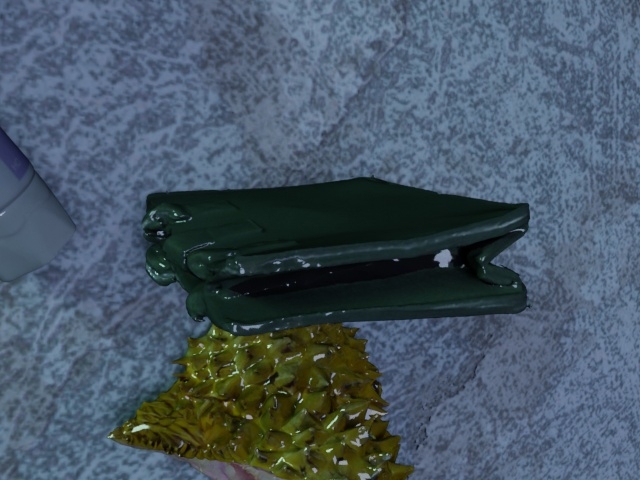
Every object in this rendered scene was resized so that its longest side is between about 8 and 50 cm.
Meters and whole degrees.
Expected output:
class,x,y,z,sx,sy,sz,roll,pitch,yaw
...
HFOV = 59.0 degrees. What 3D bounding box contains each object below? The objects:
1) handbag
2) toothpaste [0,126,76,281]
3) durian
class,x,y,z,sx,sy,sz,roll,pitch,yaw
handbag,0.001,0.002,0.461,0.260,0.248,0.079,-7,104,-25
toothpaste,-0.299,-0.124,0.344,0.125,0.079,0.371,-14,128,18
durian,-0.018,0.159,0.558,0.305,0.185,0.195,31,59,-16
